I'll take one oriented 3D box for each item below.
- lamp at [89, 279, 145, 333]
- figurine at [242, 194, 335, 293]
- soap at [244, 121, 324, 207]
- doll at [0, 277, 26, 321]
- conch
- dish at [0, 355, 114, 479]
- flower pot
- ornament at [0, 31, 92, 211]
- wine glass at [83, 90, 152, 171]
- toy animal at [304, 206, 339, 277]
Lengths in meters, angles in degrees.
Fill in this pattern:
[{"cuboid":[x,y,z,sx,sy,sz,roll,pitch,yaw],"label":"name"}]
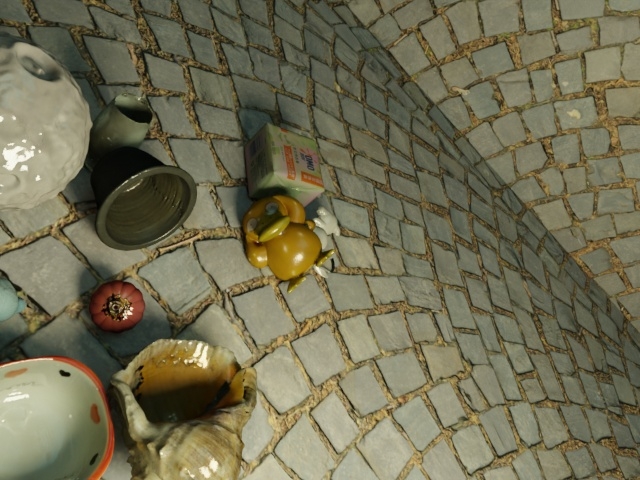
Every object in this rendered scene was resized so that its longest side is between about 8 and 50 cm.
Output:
[{"cuboid":[-0.408,0.133,1.179,0.107,0.092,0.107,1,84,-14],"label":"lamp"},{"cuboid":[-0.097,0.001,1.516,0.228,0.215,0.215,51,38,-23],"label":"figurine"},{"cuboid":[-0.105,-0.207,1.671,0.182,0.138,0.199,15,51,-35],"label":"soap"},{"cuboid":[-0.607,0.142,1.024,0.180,0.075,0.120,-60,146,-28],"label":"doll"},{"cuboid":[-0.264,0.341,1.089,0.297,0.210,0.352,48,19,-2],"label":"conch"},{"cuboid":[-0.477,0.322,0.958,0.256,0.117,0.256,23,49,-28],"label":"dish"},{"cuboid":[-0.409,-0.108,1.291,0.235,0.235,0.148,-10,48,-46],"label":"flower pot"},{"cuboid":[-0.599,-0.225,1.092,0.337,0.337,0.337,23,48,-28],"label":"ornament"},{"cuboid":[-0.462,-0.238,1.323,0.111,0.204,0.111,28,42,-28],"label":"wine glass"},{"cuboid":[0.000,0.000,1.632,0.127,0.131,0.181,22,55,0],"label":"toy animal"}]
